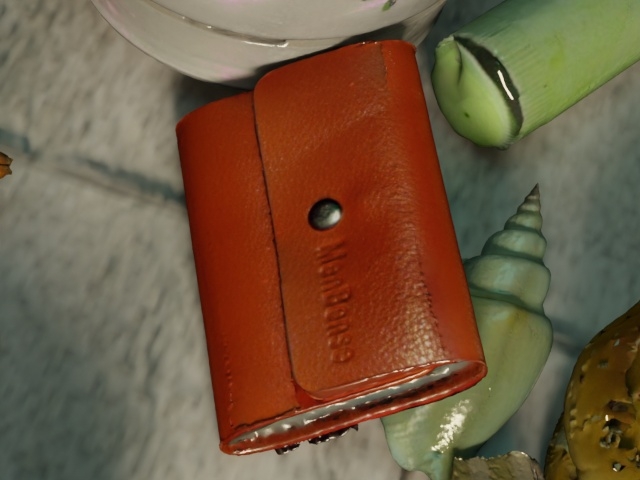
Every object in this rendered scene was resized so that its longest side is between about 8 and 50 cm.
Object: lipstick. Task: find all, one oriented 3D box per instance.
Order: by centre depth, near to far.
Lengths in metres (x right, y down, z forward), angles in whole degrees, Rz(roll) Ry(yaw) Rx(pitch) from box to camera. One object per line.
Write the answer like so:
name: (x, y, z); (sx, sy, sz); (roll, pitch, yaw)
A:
lipstick: (0.191, -0.152, 1.110); (0.304, 0.076, 0.076); (-35, 69, -28)

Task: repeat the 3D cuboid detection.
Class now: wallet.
wallet: (0.000, 0.000, 0.958); (0.142, 0.045, 0.204); (-18, 57, 13)

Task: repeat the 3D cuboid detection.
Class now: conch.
conch: (0.075, 0.047, 0.956); (0.088, 0.065, 0.180); (23, 72, 2)

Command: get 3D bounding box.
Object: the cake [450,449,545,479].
cake: (0.084, 0.159, 0.895); (0.052, 0.065, 0.121); (4, 46, -10)

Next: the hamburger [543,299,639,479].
hamburger: (0.195, 0.111, 0.912); (0.185, 0.113, 0.177); (-30, 68, -28)

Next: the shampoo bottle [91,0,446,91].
shampoo bottle: (-0.017, -0.241, 1.007); (0.273, 0.266, 0.273); (5, 51, -6)

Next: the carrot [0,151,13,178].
carrot: (-0.294, -0.023, 0.930); (0.271, 0.062, 0.066); (4, 83, -17)
